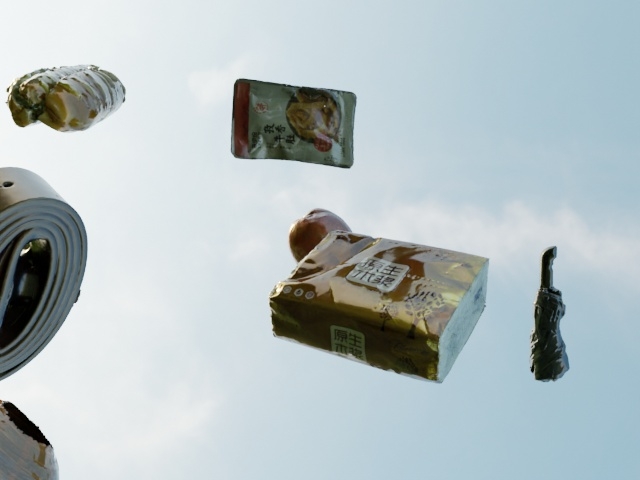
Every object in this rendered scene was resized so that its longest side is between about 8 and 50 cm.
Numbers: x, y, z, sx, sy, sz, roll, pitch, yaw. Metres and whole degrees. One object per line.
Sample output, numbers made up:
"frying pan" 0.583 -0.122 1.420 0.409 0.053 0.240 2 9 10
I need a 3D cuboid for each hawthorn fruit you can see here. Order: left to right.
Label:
"hawthorn fruit" 0.000 0.000 1.223 0.128 0.128 0.128 8 -76 36

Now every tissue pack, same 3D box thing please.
"tissue pack" 0.073 0.074 0.822 0.226 0.183 0.092 13 -56 27

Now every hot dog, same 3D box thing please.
"hot dog" -0.332 -0.193 0.879 0.115 0.269 0.072 -2 -70 -6

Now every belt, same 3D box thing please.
"belt" -0.491 0.063 1.018 0.122 0.217 0.338 37 -72 34

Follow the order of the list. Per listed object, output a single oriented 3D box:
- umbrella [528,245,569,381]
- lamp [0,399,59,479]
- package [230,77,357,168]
"umbrella" 0.416 0.134 1.220 0.071 0.071 0.248 -4 -95 38
"lamp" -0.262 0.182 0.486 0.136 0.136 0.136 8 -76 36
"package" -0.049 -0.219 1.260 0.030 0.239 0.154 156 -63 -79
